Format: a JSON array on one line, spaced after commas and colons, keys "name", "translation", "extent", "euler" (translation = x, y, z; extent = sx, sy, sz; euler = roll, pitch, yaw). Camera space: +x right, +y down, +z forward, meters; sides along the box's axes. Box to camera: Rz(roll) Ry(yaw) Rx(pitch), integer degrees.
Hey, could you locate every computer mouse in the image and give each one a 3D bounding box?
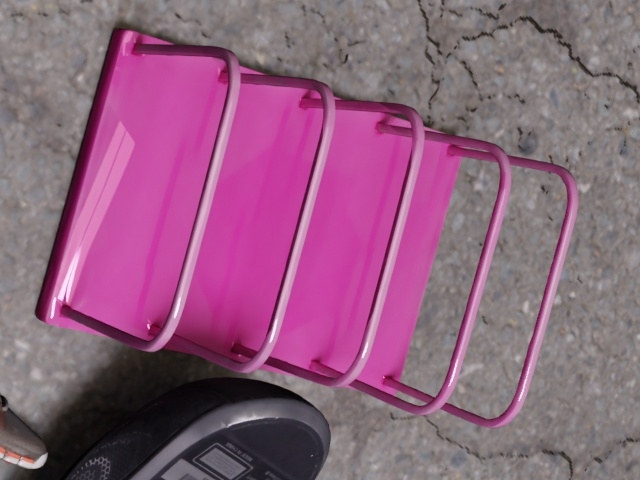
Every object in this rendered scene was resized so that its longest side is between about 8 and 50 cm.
[{"name": "computer mouse", "translation": [-0.121, 0.164, 1.036], "extent": [0.272, 0.072, 0.188], "euler": [-33, 134, 9]}]

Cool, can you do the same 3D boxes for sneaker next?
[{"name": "sneaker", "translation": [-0.227, 0.090, 1.011], "extent": [0.158, 0.061, 0.065], "euler": [40, 72, -30]}]

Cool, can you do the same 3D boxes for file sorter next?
[{"name": "file sorter", "translation": [0.000, 0.000, 1.055], "extent": [0.290, 0.182, 0.202], "euler": [15, 91, -32]}]
